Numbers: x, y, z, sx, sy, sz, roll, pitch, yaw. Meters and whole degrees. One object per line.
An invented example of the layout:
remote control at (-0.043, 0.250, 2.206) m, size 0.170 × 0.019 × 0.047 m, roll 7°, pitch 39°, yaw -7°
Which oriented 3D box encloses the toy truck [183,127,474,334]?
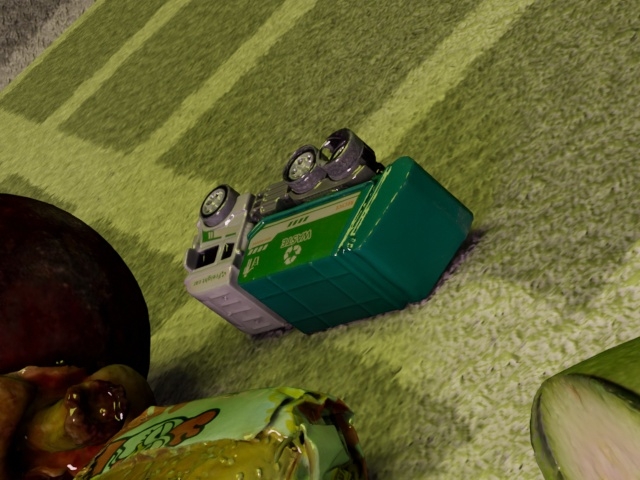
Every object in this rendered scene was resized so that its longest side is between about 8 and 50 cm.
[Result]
toy truck at (0.000, 0.000, 1.083) m, size 0.253 × 0.114 × 0.124 m, roll -20°, pitch 43°, yaw 40°

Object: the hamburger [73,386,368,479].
hamburger at (-0.087, 0.186, 0.864) m, size 0.235 × 0.125 × 0.214 m, roll -40°, pitch 10°, yaw -34°

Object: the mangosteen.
mangosteen at (-0.265, 0.112, 1.096) m, size 0.297 × 0.293 × 0.297 m, roll 22°, pitch -90°, yaw -79°

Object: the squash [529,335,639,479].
squash at (0.182, 0.104, 0.589) m, size 0.123 × 0.170 × 0.170 m, roll -33°, pitch 19°, yaw -25°
